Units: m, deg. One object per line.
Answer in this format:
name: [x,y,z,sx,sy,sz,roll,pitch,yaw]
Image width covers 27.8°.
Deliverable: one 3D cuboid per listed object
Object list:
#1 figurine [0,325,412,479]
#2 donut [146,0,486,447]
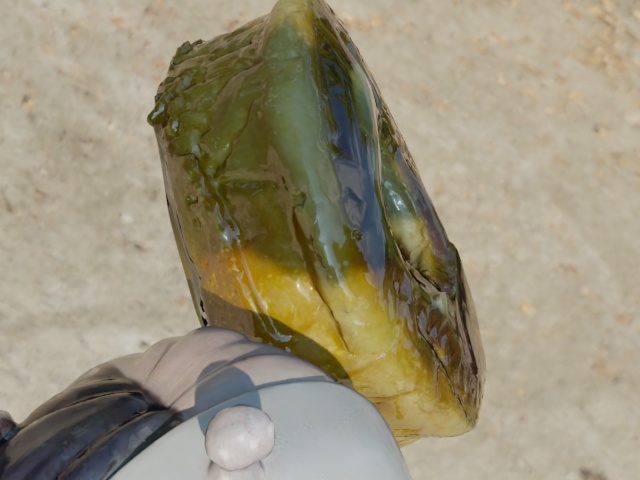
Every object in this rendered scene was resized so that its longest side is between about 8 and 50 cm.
figurine: [-0.031,0.217,0.682,0.253,0.211,0.361,-37,115,-44]
donut: [0.000,0.000,0.899,0.330,0.159,0.330,62,11,-22]
